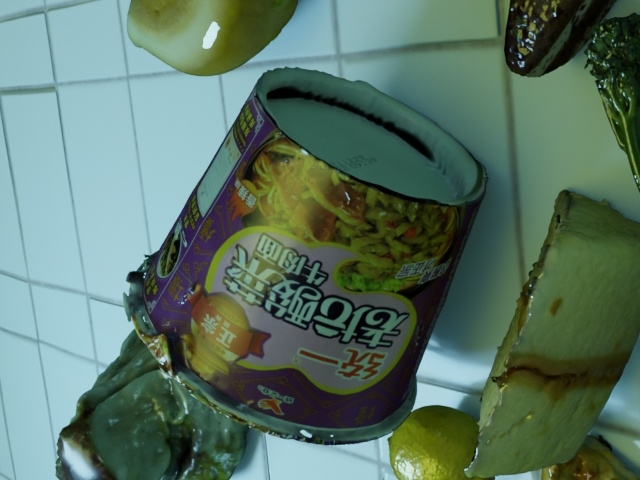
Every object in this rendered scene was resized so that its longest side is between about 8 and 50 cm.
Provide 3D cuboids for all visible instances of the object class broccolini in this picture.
[{"bbox_3d":[0.318,-0.005,0.846,0.074,0.079,0.392,-23,90,41],"label":"broccolini"}]

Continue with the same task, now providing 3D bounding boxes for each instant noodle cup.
[{"bbox_3d":[0.000,0.000,1.035,0.340,0.339,0.266,46,124,32],"label":"instant noodle cup"}]

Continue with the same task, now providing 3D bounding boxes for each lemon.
[{"bbox_3d":[0.132,0.234,1.096,0.133,0.109,0.109,19,116,37],"label":"lemon"}]

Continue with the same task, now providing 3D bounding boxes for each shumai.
[{"bbox_3d":[-0.284,0.264,1.497,0.304,0.263,0.309,40,130,34],"label":"shumai"}]

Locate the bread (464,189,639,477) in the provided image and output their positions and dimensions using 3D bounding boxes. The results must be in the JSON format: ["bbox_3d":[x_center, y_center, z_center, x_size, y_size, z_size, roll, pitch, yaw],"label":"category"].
[{"bbox_3d":[0.178,0.076,0.897,0.135,0.178,0.240,34,112,42],"label":"bread"}]

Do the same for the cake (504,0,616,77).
[{"bbox_3d":[0.238,-0.239,0.816,0.135,0.112,0.246,25,120,42],"label":"cake"}]

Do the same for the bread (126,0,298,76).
[{"bbox_3d":[-0.138,-0.363,1.202,0.333,0.160,0.333,21,118,45],"label":"bread"}]

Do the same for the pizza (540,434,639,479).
[{"bbox_3d":[0.298,0.346,0.951,0.182,0.073,0.365,-20,86,61],"label":"pizza"}]
